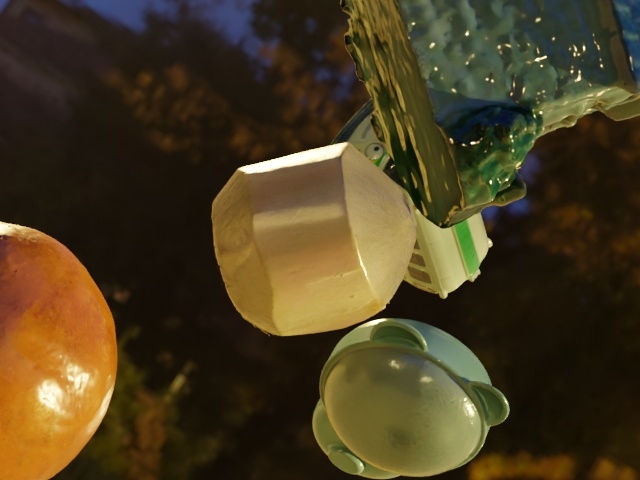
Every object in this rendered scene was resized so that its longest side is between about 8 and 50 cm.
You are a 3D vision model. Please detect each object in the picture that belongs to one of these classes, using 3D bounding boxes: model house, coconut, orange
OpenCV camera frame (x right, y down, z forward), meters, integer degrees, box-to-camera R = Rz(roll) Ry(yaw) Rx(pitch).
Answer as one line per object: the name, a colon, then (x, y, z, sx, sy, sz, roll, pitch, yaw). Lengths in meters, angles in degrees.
model house: (0.207, -0.180, 1.579, 0.295, 0.329, 0.251, 106, -38, -81)
coconut: (-0.001, -0.001, 2.131, 0.241, 0.241, 0.241, 32, -10, 7)
orange: (-0.331, 0.109, 1.755, 0.284, 0.284, 0.226, 27, -32, 31)

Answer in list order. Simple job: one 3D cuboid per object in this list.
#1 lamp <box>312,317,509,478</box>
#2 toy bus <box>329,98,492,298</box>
lamp: (0.090, 0.201, 2.252, 0.209, 0.147, 0.284, 39, -26, -6)
toy bus: (0.125, -0.055, 2.476, 0.165, 0.133, 0.276, 30, -22, 32)
